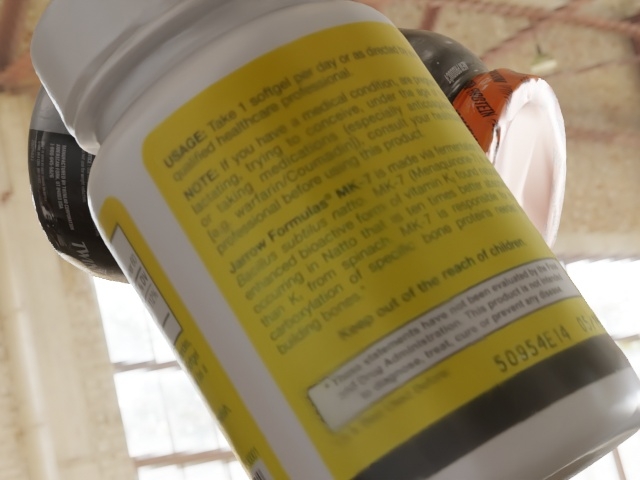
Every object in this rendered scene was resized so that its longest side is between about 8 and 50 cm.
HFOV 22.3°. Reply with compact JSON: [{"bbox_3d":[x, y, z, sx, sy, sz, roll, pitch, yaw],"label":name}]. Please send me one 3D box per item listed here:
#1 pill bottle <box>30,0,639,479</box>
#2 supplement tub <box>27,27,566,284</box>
[{"bbox_3d":[0.000,0.000,0.518,0.119,0.208,0.119,-31,-14,-9],"label":"pill bottle"},{"bbox_3d":[-0.015,-0.051,1.129,0.338,0.207,0.207,9,-5,27],"label":"supplement tub"}]
